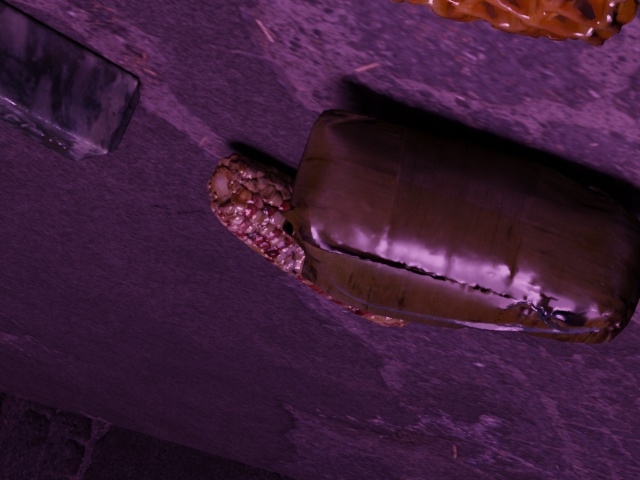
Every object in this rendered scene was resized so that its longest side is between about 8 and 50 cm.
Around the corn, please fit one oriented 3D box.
[{"bbox_3d":[0.000,0.000,1.863,0.290,0.098,0.098,33,161,-33],"label":"corn"}]

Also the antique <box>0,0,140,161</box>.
[{"bbox_3d":[-0.272,-0.151,1.720,0.183,0.086,0.088,28,164,-24],"label":"antique"}]

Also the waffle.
[{"bbox_3d":[0.090,-0.207,1.149,0.237,0.059,0.243,13,160,37],"label":"waffle"}]

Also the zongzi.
[{"bbox_3d":[0.125,0.027,1.653,0.323,0.160,0.360,21,161,3],"label":"zongzi"}]
